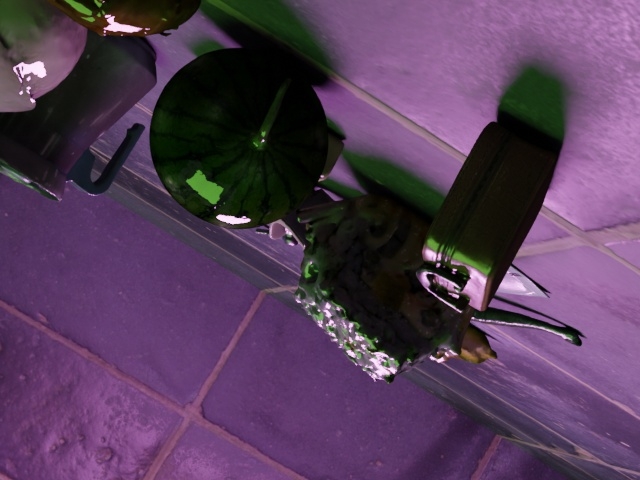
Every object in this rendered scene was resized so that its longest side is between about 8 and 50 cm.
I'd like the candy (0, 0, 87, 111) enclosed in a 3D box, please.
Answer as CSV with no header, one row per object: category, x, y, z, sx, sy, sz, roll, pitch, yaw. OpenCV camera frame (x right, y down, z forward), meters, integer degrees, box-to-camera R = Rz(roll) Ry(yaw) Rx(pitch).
candy,-0.382,-0.270,1.457,0.295,0.185,0.295,20,156,9

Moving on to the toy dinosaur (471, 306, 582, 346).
toy dinosaur,0.144,0.072,1.954,0.447,0.087,0.301,24,173,-2

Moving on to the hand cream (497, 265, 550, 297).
hand cream,0.169,0.040,1.803,0.109,0.067,0.320,37,165,-28

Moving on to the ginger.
ginger,-0.255,-0.282,1.224,0.309,0.107,0.133,31,-165,-8

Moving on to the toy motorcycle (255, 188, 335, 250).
toy motorcycle,0.000,0.000,1.878,0.263,0.091,0.157,45,154,20

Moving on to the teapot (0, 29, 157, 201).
teapot,-0.313,-0.166,1.668,0.203,0.225,0.171,37,170,-38

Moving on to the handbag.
handbag,0.149,-0.013,1.205,0.072,0.151,0.193,28,172,9

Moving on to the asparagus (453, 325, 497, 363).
asparagus,0.147,0.131,2.303,0.343,0.082,0.085,26,166,24

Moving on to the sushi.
sushi,0.073,0.054,1.689,0.274,0.184,0.139,43,157,0

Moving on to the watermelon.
watermelon,-0.080,-0.103,1.360,0.188,0.188,0.214,34,177,-21

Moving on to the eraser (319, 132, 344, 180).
eraser,-0.066,-0.135,1.558,0.172,0.058,0.117,33,171,-15
